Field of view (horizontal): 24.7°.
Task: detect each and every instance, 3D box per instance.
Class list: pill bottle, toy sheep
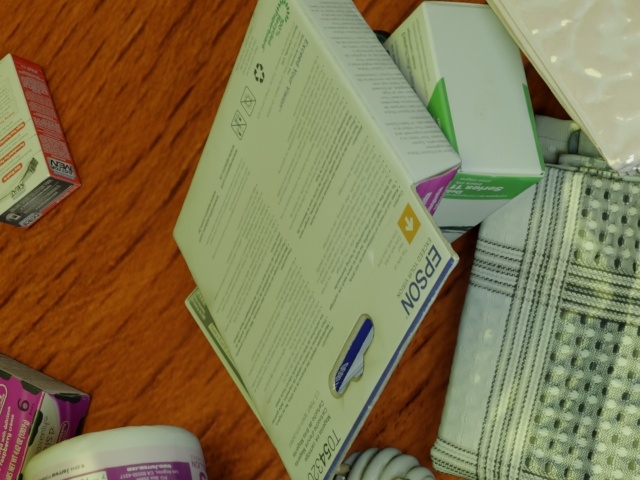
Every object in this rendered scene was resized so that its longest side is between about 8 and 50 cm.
[{"bbox_3d":[-0.165,0.332,1.315,0.169,0.169,0.302,-24,67,30],"label":"pill bottle"},{"bbox_3d":[0.055,0.216,1.228,0.132,0.091,0.091,15,89,28],"label":"toy sheep"}]

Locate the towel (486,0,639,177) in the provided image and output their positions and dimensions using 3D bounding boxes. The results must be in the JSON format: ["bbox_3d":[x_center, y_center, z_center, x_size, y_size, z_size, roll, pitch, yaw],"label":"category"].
[{"bbox_3d":[0.288,-0.242,1.113,0.331,0.053,0.317,-29,62,4],"label":"towel"}]

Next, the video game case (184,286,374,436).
[{"bbox_3d":[-0.028,0.067,1.361,0.173,0.022,0.190,-47,57,19],"label":"video game case"}]

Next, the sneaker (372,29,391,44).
[{"bbox_3d":[0.021,-0.125,1.353,0.073,0.063,0.162,44,113,17],"label":"sneaker"}]

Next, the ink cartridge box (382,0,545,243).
[{"bbox_3d":[0.085,-0.082,1.214,0.208,0.086,0.153,138,127,-57],"label":"ink cartridge box"}]

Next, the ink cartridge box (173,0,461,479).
[{"bbox_3d":[0.000,0.000,1.205,0.330,0.071,0.324,60,142,32],"label":"ink cartridge box"}]

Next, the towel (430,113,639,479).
[{"bbox_3d":[0.249,0.065,1.137,0.312,0.056,0.324,14,88,38],"label":"towel"}]

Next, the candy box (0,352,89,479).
[{"bbox_3d":[-0.365,0.200,1.549,0.233,0.071,0.159,18,92,38],"label":"candy box"}]

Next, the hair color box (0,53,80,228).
[{"bbox_3d":[-0.332,-0.109,1.602,0.093,0.053,0.167,-35,61,25],"label":"hair color box"}]
